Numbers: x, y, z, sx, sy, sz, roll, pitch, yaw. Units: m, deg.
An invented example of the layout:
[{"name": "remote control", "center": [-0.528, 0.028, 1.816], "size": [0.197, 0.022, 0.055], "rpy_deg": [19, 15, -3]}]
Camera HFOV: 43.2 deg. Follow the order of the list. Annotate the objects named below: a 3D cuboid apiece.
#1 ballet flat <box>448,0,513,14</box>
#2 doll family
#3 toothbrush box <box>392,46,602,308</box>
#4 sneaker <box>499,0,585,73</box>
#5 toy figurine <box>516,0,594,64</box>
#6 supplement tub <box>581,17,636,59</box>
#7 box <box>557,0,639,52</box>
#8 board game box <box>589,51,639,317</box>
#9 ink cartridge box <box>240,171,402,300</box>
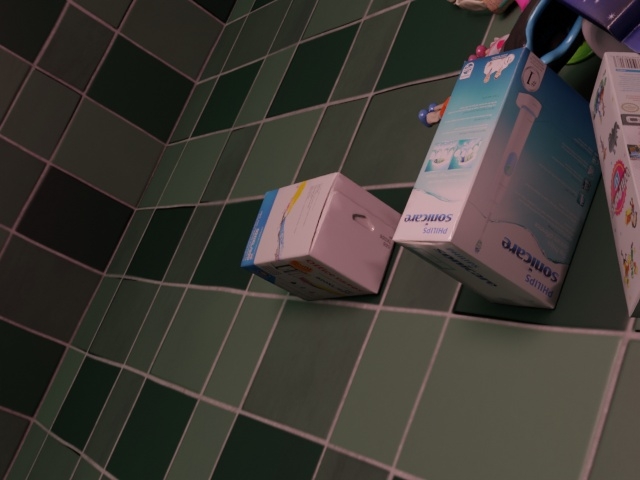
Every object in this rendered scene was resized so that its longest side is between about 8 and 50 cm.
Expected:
[{"name": "ballet flat", "center": [0.291, -0.520, 1.608], "size": [0.106, 0.107, 0.316], "rpy_deg": [-59, 27, 16]}, {"name": "doll family", "center": [0.303, -0.253, 1.363], "size": [0.263, 0.118, 0.163], "rpy_deg": [-51, 18, -23]}, {"name": "toothbrush box", "center": [0.263, -0.081, 1.133], "size": [0.126, 0.216, 0.295], "rpy_deg": [0, 65, 58]}, {"name": "sneaker", "center": [0.384, -0.369, 1.160], "size": [0.341, 0.125, 0.139], "rpy_deg": [-61, -3, 6]}, {"name": "toy figurine", "center": [0.372, -0.390, 1.304], "size": [0.130, 0.159, 0.173], "rpy_deg": [-49, 30, 18]}, {"name": "supplement tub", "center": [0.502, -0.388, 1.054], "size": [0.207, 0.207, 0.338], "rpy_deg": [16, 77, 60]}, {"name": "box", "center": [0.361, -0.323, 0.967], "size": [0.136, 0.036, 0.225], "rpy_deg": [-48, 35, 16]}, {"name": "board game box", "center": [0.424, -0.064, 0.859], "size": [0.097, 0.224, 0.303], "rpy_deg": [88, -174, -52]}, {"name": "ink cartridge box", "center": [0.000, 0.000, 1.505], "size": [0.232, 0.171, 0.168], "rpy_deg": [-11, 54, 54]}]
